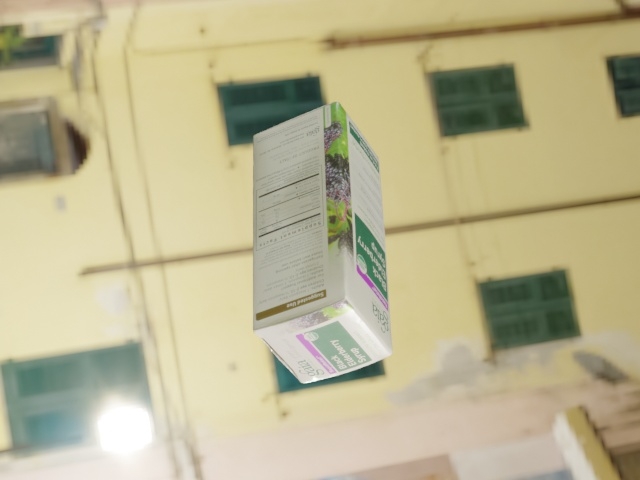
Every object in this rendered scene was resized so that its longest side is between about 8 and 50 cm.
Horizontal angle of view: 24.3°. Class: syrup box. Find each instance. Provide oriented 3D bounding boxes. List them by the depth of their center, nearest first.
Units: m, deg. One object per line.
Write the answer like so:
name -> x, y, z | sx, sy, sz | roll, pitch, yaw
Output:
syrup box -> 0.000, 0.000, 1.335 | 0.093, 0.096, 0.236 | 50, 27, -43
